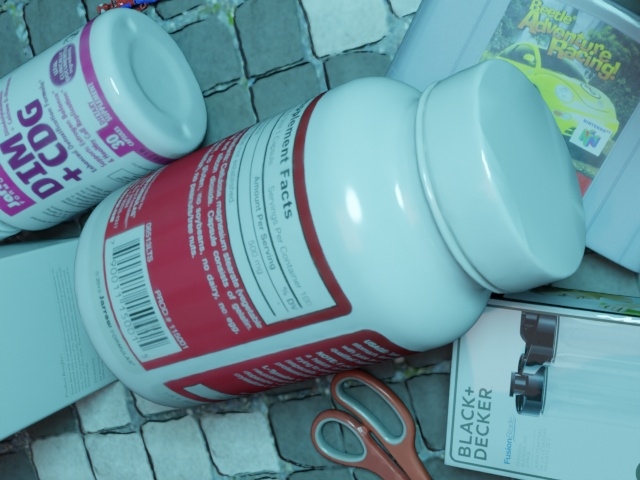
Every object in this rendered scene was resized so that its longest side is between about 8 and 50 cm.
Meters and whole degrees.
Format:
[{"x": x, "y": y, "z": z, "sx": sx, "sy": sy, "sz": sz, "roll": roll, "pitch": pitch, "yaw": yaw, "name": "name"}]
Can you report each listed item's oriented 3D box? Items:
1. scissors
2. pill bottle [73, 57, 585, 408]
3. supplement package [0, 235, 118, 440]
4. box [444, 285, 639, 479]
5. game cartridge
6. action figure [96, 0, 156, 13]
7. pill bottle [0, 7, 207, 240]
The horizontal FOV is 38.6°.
[{"x": 0.111, "y": 0.255, "z": 0.930, "sx": 0.297, "sy": 0.021, "sz": 0.109, "roll": 41, "pitch": 109, "yaw": 12, "name": "scissors"}, {"x": 0.000, "y": 0.000, "z": 0.786, "sx": 0.407, "sy": 0.229, "sz": 0.229, "roll": -19, "pitch": 92, "yaw": 34, "name": "pill bottle"}, {"x": -0.372, "y": 0.105, "z": 0.950, "sx": 0.175, "sy": 0.293, "sz": 0.178, "roll": -5, "pitch": 97, "yaw": 22, "name": "supplement package"}, {"x": 0.263, "y": 0.137, "z": 0.814, "sx": 0.289, "sy": 0.087, "sz": 0.169, "roll": 8, "pitch": 101, "yaw": 21, "name": "box"}, {"x": 0.204, "y": -0.125, "z": 0.815, "sx": 0.294, "sy": 0.060, "sz": 0.196, "roll": 30, "pitch": 105, "yaw": 14, "name": "game cartridge"}, {"x": -0.188, "y": -0.260, "z": 0.960, "sx": 0.115, "sy": 0.030, "sz": 0.038, "roll": -14, "pitch": 99, "yaw": 25, "name": "action figure"}, {"x": -0.273, "y": -0.107, "z": 0.947, "sx": 0.283, "sy": 0.160, "sz": 0.160, "roll": -24, "pitch": 89, "yaw": 24, "name": "pill bottle"}]
